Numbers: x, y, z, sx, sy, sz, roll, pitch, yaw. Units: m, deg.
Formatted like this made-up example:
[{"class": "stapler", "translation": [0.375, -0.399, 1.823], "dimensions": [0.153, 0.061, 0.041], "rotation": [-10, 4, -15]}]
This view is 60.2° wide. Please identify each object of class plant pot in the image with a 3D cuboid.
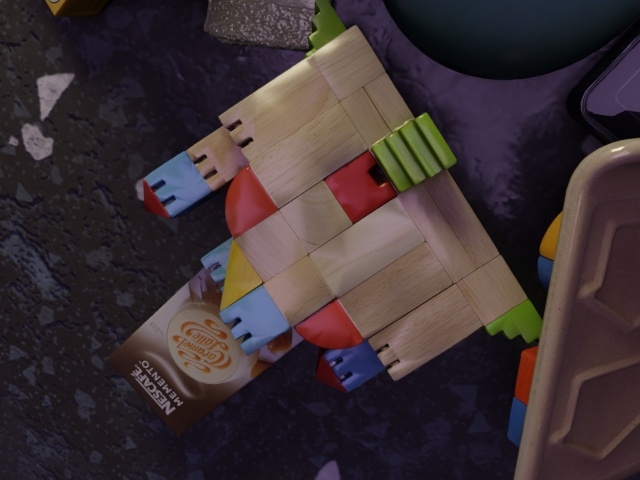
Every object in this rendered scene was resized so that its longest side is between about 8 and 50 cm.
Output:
[{"class": "plant pot", "translation": [0.164, -0.279, 0.433], "dimensions": [0.293, 0.235, 0.293], "rotation": [4, 106, 14]}]

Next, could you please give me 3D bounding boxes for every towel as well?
[{"class": "towel", "translation": [-0.056, -0.267, 0.607], "dimensions": [0.148, 0.027, 0.110], "rotation": [12, 108, 12]}]

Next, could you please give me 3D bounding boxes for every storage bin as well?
[{"class": "storage bin", "translation": [0.334, -0.154, 0.500], "dimensions": [0.122, 0.084, 0.180], "rotation": [41, 110, 2]}]

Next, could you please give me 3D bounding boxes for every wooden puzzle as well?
[{"class": "wooden puzzle", "translation": [0.295, 0.069, 0.493], "dimensions": [0.322, 0.080, 0.347], "rotation": [-7, 116, -26]}]

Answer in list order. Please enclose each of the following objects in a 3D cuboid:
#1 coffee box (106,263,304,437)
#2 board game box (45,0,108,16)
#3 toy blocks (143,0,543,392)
[{"class": "coffee box", "translation": [-0.122, 0.112, 0.686], "dimensions": [0.246, 0.098, 0.141], "rotation": [-42, 91, 21]}, {"class": "board game box", "translation": [-0.280, -0.440, 0.566], "dimensions": [0.242, 0.064, 0.316], "rotation": [-26, 96, 38]}, {"class": "toy blocks", "translation": [0.000, 0.000, 0.536], "dimensions": [0.261, 0.191, 0.381], "rotation": [-34, 95, 2]}]
